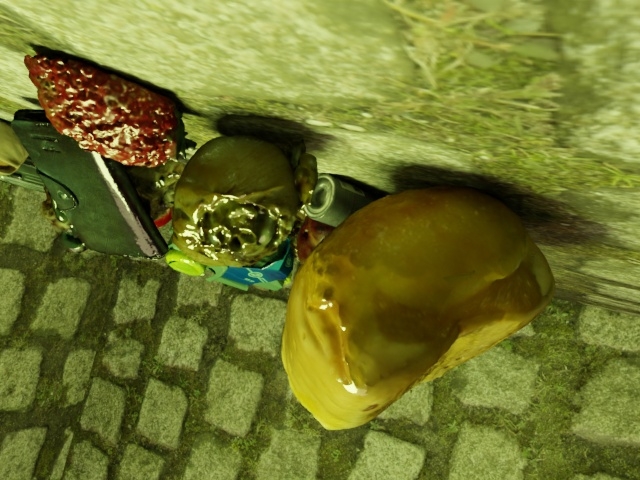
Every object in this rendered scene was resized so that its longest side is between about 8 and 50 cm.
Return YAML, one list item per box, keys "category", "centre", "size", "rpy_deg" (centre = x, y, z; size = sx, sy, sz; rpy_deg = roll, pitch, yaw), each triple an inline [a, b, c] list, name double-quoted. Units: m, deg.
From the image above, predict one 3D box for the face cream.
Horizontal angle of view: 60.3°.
- category: "face cream"
  centre: [0.095, -0.037, 0.927]
  size: [0.283, 0.073, 0.073]
  rpy_deg: [17, 176, -42]

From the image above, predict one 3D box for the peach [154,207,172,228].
- category: "peach"
  centre: [-0.432, -0.090, 1.216]
  size: [0.267, 0.159, 0.153]
  rpy_deg: [-4, -179, -42]

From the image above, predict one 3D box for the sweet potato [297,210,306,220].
- category: "sweet potato"
  centre: [0.028, -0.047, 1.141]
  size: [0.243, 0.077, 0.077]
  rpy_deg: [21, 179, 16]

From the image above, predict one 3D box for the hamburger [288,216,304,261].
- category: "hamburger"
  centre: [0.000, 0.000, 1.397]
  size: [0.261, 0.139, 0.243]
  rpy_deg: [15, 177, -25]

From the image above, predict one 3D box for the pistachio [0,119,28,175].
- category: "pistachio"
  centre: [-0.728, -0.211, 1.182]
  size: [0.152, 0.126, 0.223]
  rpy_deg: [51, -173, 15]

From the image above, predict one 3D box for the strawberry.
- category: "strawberry"
  centre: [-0.231, -0.135, 0.626]
  size: [0.140, 0.085, 0.192]
  rpy_deg: [16, 175, 14]

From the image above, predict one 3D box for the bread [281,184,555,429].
- category: "bread"
  centre: [0.116, 0.077, 0.789]
  size: [0.360, 0.250, 0.394]
  rpy_deg: [-25, 160, -17]

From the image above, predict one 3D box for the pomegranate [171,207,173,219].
- category: "pomegranate"
  centre: [-0.201, -0.049, 1.108]
  size: [0.191, 0.191, 0.191]
  rpy_deg: [14, 177, 1]

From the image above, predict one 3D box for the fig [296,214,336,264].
- category: "fig"
  centre: [0.084, 0.030, 1.039]
  size: [0.274, 0.170, 0.146]
  rpy_deg: [28, -141, -9]

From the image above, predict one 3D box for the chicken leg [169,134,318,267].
- category: "chicken leg"
  centre: [-0.120, -0.065, 0.791]
  size: [0.152, 0.202, 0.429]
  rpy_deg: [31, -179, -12]

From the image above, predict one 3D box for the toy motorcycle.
- category: "toy motorcycle"
  centre: [-0.181, 0.014, 1.298]
  size: [0.326, 0.191, 0.199]
  rpy_deg: [28, 151, -23]

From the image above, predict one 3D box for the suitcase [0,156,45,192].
- category: "suitcase"
  centre: [-0.683, -0.178, 1.461]
  size: [0.311, 0.128, 0.202]
  rpy_deg: [15, 177, -17]

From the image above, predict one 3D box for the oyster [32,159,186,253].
- category: "oyster"
  centre: [-0.401, -0.067, 1.068]
  size: [0.360, 0.096, 0.221]
  rpy_deg: [-5, 132, 18]

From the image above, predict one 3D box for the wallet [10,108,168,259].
- category: "wallet"
  centre: [-0.391, -0.084, 0.944]
  size: [0.172, 0.045, 0.318]
  rpy_deg: [5, 139, 13]
